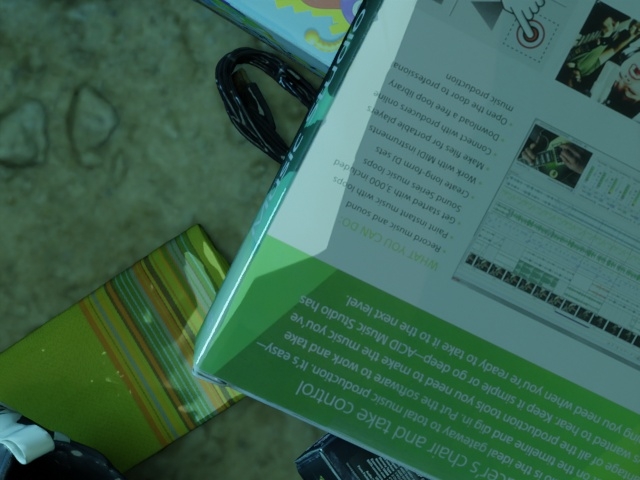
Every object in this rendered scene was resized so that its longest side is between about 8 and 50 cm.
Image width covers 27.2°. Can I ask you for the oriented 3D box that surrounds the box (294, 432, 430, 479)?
[{"bbox_3d":[0.120,0.149,0.685,0.175,0.051,0.220,-35,85,-25],"label":"box"}]

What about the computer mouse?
[{"bbox_3d":[0.000,0.000,0.754,0.071,0.041,0.242,-20,80,-9],"label":"computer mouse"}]

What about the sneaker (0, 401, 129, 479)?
[{"bbox_3d":[-0.132,0.192,0.697,0.153,0.094,0.235,-9,99,52],"label":"sneaker"}]

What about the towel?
[{"bbox_3d":[-0.141,0.094,0.783,0.237,0.021,0.102,-33,82,8],"label":"towel"}]

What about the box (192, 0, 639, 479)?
[{"bbox_3d":[0.113,-0.037,0.602,0.232,0.058,0.322,26,96,-8],"label":"box"}]

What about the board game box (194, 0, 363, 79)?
[{"bbox_3d":[0.045,-0.221,0.684,0.144,0.142,0.275,32,93,5],"label":"board game box"}]
